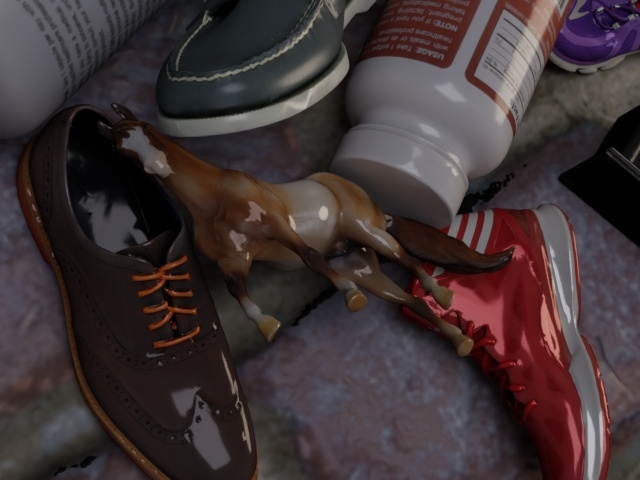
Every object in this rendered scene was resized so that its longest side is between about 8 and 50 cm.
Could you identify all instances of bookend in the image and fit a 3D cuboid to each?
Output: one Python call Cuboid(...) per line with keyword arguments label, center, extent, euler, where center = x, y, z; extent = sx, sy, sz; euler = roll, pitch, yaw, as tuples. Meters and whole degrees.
Cuboid(label="bookend", center=(0.289, -0.063, 1.138), extent=(0.156, 0.072, 0.157), euler=(39, 67, -7))

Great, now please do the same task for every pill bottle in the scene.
Cuboid(label="pill bottle", center=(-0.190, -0.165, 0.938), extent=(0.160, 0.160, 0.283), euler=(44, 67, -6))
Cuboid(label="pill bottle", center=(0.089, -0.121, 1.052), extent=(0.121, 0.121, 0.216), euler=(30, 69, -11))

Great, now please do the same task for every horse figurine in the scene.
Cuboid(label="horse figurine", center=(0.000, 0.000, 0.946), extent=(0.263, 0.066, 0.174), euler=(5, 30, -44))

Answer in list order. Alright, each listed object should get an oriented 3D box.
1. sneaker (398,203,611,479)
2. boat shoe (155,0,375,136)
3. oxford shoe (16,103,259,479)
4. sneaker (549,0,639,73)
Cuboid(label="sneaker", center=(0.118, 0.083, 1.046), extent=(0.128, 0.087, 0.221), euler=(-2, 65, -12))
Cuboid(label="boat shoe", center=(-0.031, -0.163, 0.954), extent=(0.319, 0.116, 0.099), euler=(-59, 142, -54))
Cuboid(label="oxford shoe", center=(-0.111, 0.043, 0.950), extent=(0.097, 0.098, 0.271), euler=(-27, 87, -24))
Cuboid(label="sneaker", center=(0.240, -0.172, 1.148), extent=(0.169, 0.071, 0.068), euler=(-9, 80, -21))
